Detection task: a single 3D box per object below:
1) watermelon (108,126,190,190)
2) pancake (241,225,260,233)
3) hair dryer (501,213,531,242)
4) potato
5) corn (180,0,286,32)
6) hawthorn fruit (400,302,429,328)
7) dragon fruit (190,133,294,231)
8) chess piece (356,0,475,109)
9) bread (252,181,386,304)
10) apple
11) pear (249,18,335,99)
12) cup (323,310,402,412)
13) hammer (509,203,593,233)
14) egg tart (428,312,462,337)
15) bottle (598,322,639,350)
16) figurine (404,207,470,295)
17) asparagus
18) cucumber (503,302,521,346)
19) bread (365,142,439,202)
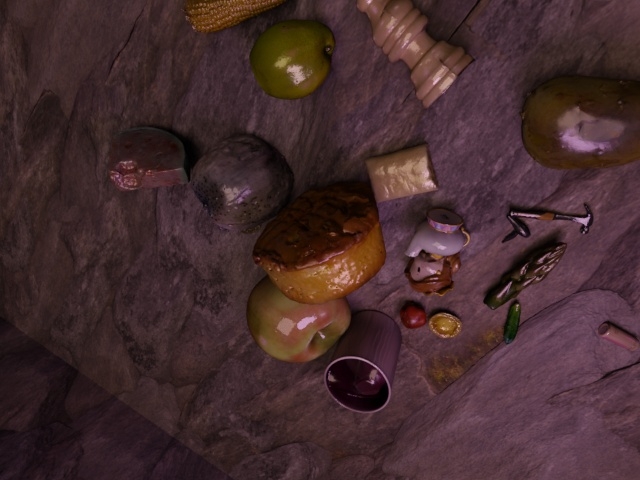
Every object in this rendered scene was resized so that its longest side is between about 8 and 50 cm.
[{"bbox_3d":[-0.542,-0.229,1.324,0.319,0.226,0.148,26,151,23],"label":"watermelon"},{"bbox_3d":[-0.251,-0.070,1.405,0.108,0.017,0.107,7,116,15],"label":"pancake"},{"bbox_3d":[0.523,-0.024,1.140,0.079,0.031,0.083,46,131,6],"label":"hair dryer"},{"bbox_3d":[0.599,-0.252,0.903,0.308,0.173,0.209,6,116,21],"label":"potato"},{"bbox_3d":[-0.207,-0.614,1.056,0.306,0.106,0.106,-7,114,20],"label":"corn"},{"bbox_3d":[0.303,0.242,1.330,0.093,0.093,0.092,9,119,16],"label":"hawthorn fruit"},{"bbox_3d":[-0.228,-0.172,1.229,0.204,0.221,0.282,-23,104,35],"label":"dragon fruit"},{"bbox_3d":[0.200,-0.474,0.977,0.307,0.124,0.139,45,155,-2],"label":"chess piece"},{"bbox_3d":[0.000,0.000,1.130,0.399,0.398,0.215,-14,120,26],"label":"bread"},{"bbox_3d":[-0.079,0.230,1.337,0.277,0.320,0.318,42,131,39],"label":"apple"},{"bbox_3d":[-0.064,-0.456,1.043,0.220,0.187,0.187,-15,111,13],"label":"pear"},{"bbox_3d":[0.158,0.412,1.356,0.209,0.273,0.288,-13,112,25],"label":"cup"},{"bbox_3d":[0.602,-0.066,1.082,0.201,0.021,0.078,8,118,12],"label":"hammer"},{"bbox_3d":[0.401,0.267,1.327,0.105,0.039,0.105,9,119,16],"label":"egg tart"},{"bbox_3d":[0.841,0.272,1.164,0.097,0.045,0.045,28,123,4],"label":"bottle"},{"bbox_3d":[0.328,0.047,1.183,0.190,0.142,0.263,1,120,-6],"label":"figurine"},{"bbox_3d":[0.573,0.096,1.155,0.080,0.080,0.287,32,131,2],"label":"asparagus"},{"bbox_3d":[0.583,0.255,1.255,0.039,0.039,0.167,8,117,17],"label":"cucumber"},{"bbox_3d":[0.223,-0.181,1.145,0.179,0.060,0.139,-12,112,26],"label":"bread"}]
